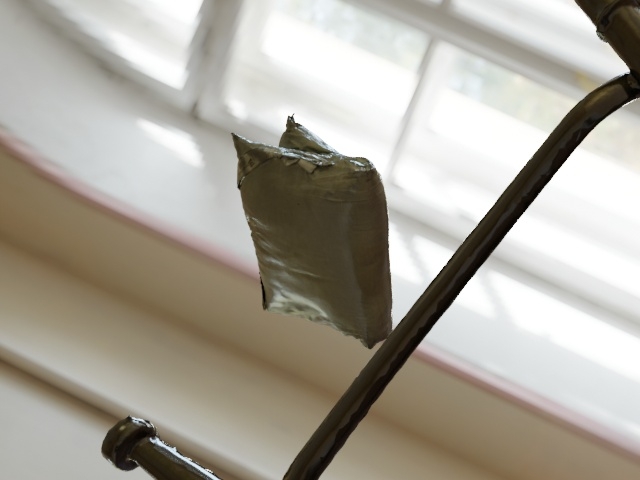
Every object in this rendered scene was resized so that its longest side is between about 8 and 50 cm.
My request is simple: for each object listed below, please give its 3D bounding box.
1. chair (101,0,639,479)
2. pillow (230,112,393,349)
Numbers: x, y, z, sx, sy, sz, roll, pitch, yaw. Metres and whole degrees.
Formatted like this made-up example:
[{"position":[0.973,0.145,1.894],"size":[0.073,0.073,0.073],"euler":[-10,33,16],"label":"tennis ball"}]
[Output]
[{"position":[0.207,0.133,0.941],"size":[0.364,0.410,0.362],"euler":[24,-72,-48],"label":"chair"},{"position":[0.000,0.000,1.553],"size":[0.078,0.134,0.181],"euler":[-33,-50,-36],"label":"pillow"}]
